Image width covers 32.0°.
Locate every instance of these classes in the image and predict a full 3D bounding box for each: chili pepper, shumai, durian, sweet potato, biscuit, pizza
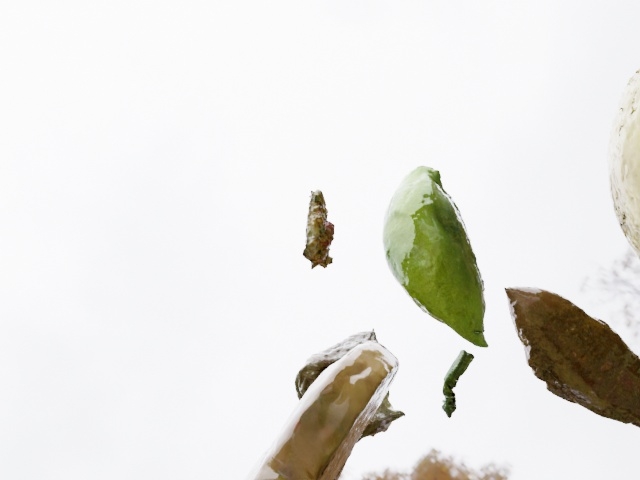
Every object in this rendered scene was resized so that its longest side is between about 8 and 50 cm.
[{"bbox_3d":[0.157,0.168,1.315,0.027,0.022,0.083,35,-110,-42],"label":"chili pepper"},{"bbox_3d":[0.049,0.189,1.394,0.146,0.116,0.145,-28,-38,-25],"label":"shumai"},{"bbox_3d":[0.152,0.017,1.441,0.139,0.250,0.101,10,-38,-37],"label":"durian"},{"bbox_3d":[0.207,0.099,0.824,0.206,0.060,0.068,36,-73,-9],"label":"sweet potato"},{"bbox_3d":[-0.058,0.232,0.791,0.051,0.269,0.376,32,-85,11],"label":"biscuit"},{"bbox_3d":[0.001,0.000,1.068,0.025,0.078,0.083,1,-63,9],"label":"pizza"}]

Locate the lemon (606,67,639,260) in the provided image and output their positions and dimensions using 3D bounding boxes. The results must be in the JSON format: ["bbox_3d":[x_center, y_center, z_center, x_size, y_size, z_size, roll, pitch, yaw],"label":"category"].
[{"bbox_3d":[0.329,-0.053,0.823,0.236,0.236,0.263,-25,-60,-17],"label":"lemon"}]
